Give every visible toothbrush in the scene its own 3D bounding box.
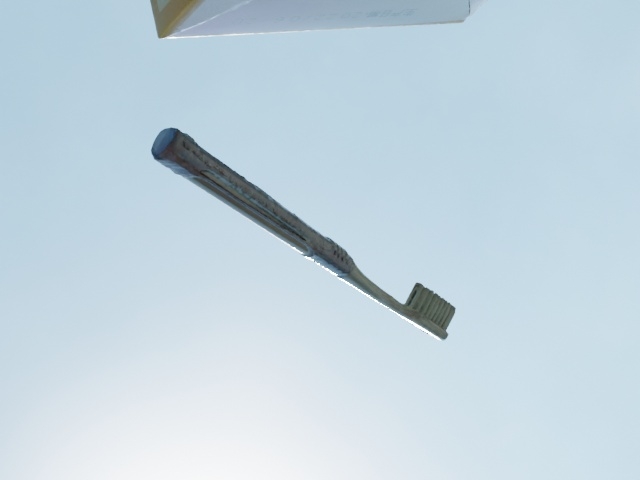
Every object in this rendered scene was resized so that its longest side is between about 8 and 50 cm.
[{"bbox_3d":[0.000,0.000,0.859,0.219,0.016,0.019,33,-98,-48],"label":"toothbrush"}]

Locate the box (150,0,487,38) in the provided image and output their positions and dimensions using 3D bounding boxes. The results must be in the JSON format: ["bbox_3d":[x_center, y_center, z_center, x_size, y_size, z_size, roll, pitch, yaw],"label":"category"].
[{"bbox_3d":[0.031,-0.295,1.460,0.284,0.259,0.213,-7,-105,-29],"label":"box"}]
